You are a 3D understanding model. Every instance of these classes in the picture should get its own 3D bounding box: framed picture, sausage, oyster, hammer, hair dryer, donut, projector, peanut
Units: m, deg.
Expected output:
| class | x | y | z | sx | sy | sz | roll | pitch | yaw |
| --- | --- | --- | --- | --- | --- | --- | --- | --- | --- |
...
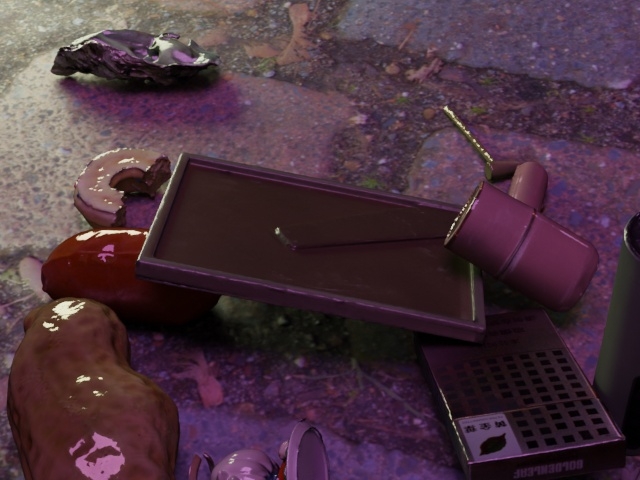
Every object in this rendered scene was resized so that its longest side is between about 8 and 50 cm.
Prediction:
| class | x | y | z | sx | sy | sz | roll | pitch | yaw |
| --- | --- | --- | --- | --- | --- | --- | --- | --- | --- |
| framed picture | 0.000 | 0.000 | 1.767 | 0.446 | 0.028 | 0.326 | 11 | 30 | -1 |
| sausage | -0.249 | 0.045 | 1.774 | 0.258 | 0.133 | 0.133 | 3 | 43 | 8 |
| oyster | -0.303 | -0.303 | 2.179 | 0.252 | 0.087 | 0.199 | -15 | 34 | -23 |
| hammer | 0.246 | -0.159 | 2.032 | 0.060 | 0.028 | 0.195 | -13 | 42 | -18 |
| hair dryer | 0.298 | -0.040 | 1.833 | 0.189 | 0.106 | 0.344 | 30 | 30 | 1 |
| donut | -0.304 | -0.075 | 1.950 | 0.108 | 0.065 | 0.166 | 17 | 48 | 21 |
| projector | 0.377 | 0.110 | 1.506 | 0.108 | 0.337 | 0.108 | -1 | 46 | 1 |
| peanut | -0.273 | 0.205 | 1.572 | 0.192 | 0.169 | 0.387 | -12 | 43 | -17 |

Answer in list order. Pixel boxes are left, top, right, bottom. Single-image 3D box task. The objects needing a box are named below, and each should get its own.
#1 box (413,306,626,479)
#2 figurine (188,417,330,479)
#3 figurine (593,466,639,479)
| class | x | y | z | sx | sy | sz | roll | pitch | yaw |
| --- | --- | --- | --- | --- | --- | --- | --- | --- | --- |
| box | 0.229 | 0.181 | 1.583 | 0.180 | 0.047 | 0.325 | -7 | 24 | -5 |
| figurine | -0.078 | 0.277 | 1.532 | 0.154 | 0.132 | 0.132 | -6 | 41 | 18 |
| figurine | 0.328 | 0.335 | 1.394 | 0.207 | 0.166 | 0.387 | 16 | 41 | 43 |
